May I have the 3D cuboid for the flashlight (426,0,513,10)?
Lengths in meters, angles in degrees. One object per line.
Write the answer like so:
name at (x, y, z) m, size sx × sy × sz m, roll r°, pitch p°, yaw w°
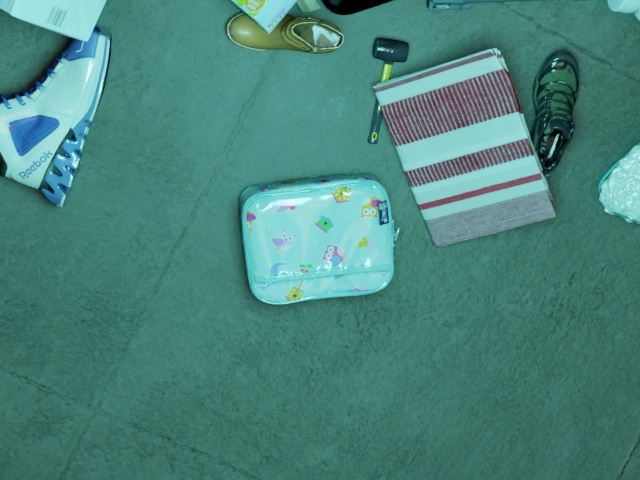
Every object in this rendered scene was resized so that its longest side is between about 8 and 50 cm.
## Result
flashlight at (0.339, -0.463, 1.778) m, size 0.304 × 0.103 × 0.103 m, roll -2°, pitch 77°, yaw -6°

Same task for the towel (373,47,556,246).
towel at (0.256, -0.158, 1.811) m, size 0.237 × 0.037 × 0.329 m, roll -15°, pitch 111°, yaw 24°

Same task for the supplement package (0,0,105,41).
supplement package at (-0.461, -0.431, 1.589) m, size 0.203 × 0.194 × 0.149 m, roll 30°, pitch 99°, yaw 21°

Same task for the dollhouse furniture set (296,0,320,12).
dollhouse furniture set at (-0.045, -0.454, 1.773) m, size 0.114 × 0.091 × 0.081 m, roll 55°, pitch 49°, yaw -36°

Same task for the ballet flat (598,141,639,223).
ballet flat at (0.680, -0.189, 1.863) m, size 0.147 × 0.147 × 0.409 m, roll 36°, pitch 99°, yaw -14°

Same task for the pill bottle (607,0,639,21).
pill bottle at (0.629, -0.438, 1.808) m, size 0.222 × 0.124 × 0.124 m, roll 5°, pitch 102°, yaw -10°

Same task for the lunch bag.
lunch bag at (0.000, 0.000, 1.832) m, size 0.279 × 0.108 × 0.224 m, roll -6°, pitch 103°, yaw -6°

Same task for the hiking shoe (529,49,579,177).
hiking shoe at (0.427, -0.224, 1.834) m, size 0.086 × 0.114 × 0.226 m, roll 6°, pitch 103°, yaw -11°

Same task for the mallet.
mallet at (0.102, -0.267, 1.824) m, size 0.062 × 0.039 × 0.189 m, roll 15°, pitch 104°, yaw -12°

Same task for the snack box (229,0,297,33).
snack box at (-0.106, -0.469, 1.676) m, size 0.174 × 0.070 × 0.207 m, roll -48°, pitch 65°, yaw 5°

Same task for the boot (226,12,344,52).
boot at (-0.057, -0.351, 1.720) m, size 0.197 × 0.152 × 0.072 m, roll 0°, pitch 103°, yaw -8°

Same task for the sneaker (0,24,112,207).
sneaker at (-0.468, -0.223, 1.708) m, size 0.182 × 0.127 × 0.315 m, roll 18°, pitch 101°, yaw -13°

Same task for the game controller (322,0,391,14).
game controller at (0.129, -0.488, 1.694) m, size 0.319 × 0.067 × 0.166 m, roll -14°, pitch 125°, yaw 22°
